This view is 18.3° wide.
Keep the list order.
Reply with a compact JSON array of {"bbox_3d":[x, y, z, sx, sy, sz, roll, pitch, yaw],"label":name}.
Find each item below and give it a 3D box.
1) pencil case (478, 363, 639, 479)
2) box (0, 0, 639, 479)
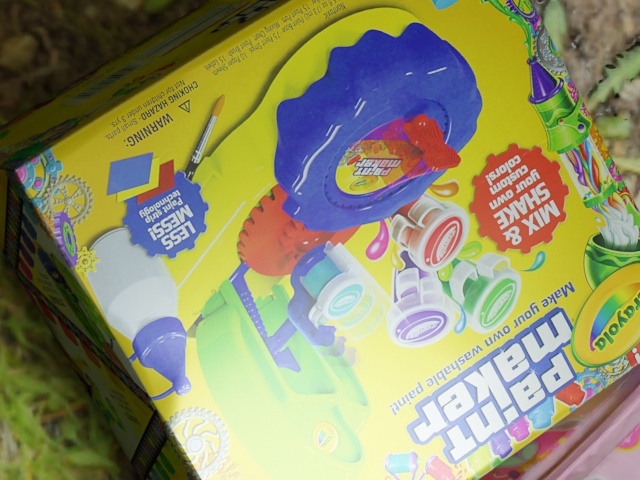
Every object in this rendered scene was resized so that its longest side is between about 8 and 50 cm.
[{"bbox_3d":[0.120,0.168,1.099,0.284,0.124,0.124,-37,106,-33],"label":"pencil case"},{"bbox_3d":[0.000,0.000,1.109,0.290,0.177,0.279,-34,105,-16],"label":"box"}]
